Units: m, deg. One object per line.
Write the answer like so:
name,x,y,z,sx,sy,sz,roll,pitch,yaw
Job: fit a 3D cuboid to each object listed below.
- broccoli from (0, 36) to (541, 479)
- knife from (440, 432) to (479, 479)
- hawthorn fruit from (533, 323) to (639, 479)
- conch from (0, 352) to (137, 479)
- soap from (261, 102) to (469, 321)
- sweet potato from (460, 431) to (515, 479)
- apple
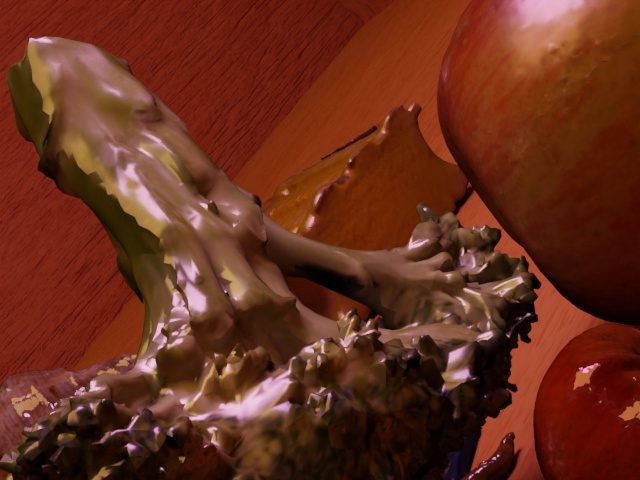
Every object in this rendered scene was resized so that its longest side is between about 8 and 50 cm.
broccoli,-0.094,0.054,0.837,0.275,0.397,0.353,-51,4,26
knife,0.109,0.176,1.045,0.031,0.018,0.121,-45,9,33
hawthorn fruit,0.177,0.114,0.778,0.140,0.125,0.125,-36,14,27
conch,-0.260,0.236,1.679,0.352,0.210,0.297,-10,11,-1
soap,0.000,0.000,1.700,0.293,0.156,0.335,-54,15,-29
sweet potato,0.112,0.187,0.981,0.115,0.026,0.026,-43,11,-15
apple,0.234,-0.092,0.924,0.301,0.301,0.301,-42,12,11
